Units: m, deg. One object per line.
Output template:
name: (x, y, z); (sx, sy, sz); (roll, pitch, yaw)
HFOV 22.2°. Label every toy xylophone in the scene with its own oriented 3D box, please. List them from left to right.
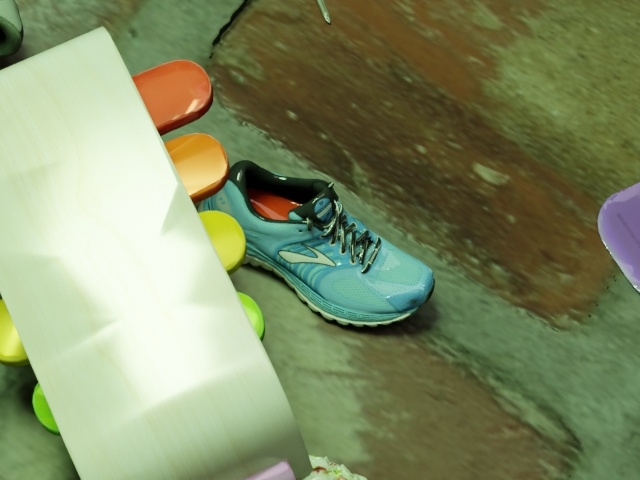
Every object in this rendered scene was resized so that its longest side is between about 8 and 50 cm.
toy xylophone: (-0.148, 0.024, 0.914); (0.236, 0.081, 0.323); (-17, 68, -4)

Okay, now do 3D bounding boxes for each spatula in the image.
spatula: (0.334, -0.039, 1.220); (0.296, 0.030, 0.084); (-19, 64, -28)

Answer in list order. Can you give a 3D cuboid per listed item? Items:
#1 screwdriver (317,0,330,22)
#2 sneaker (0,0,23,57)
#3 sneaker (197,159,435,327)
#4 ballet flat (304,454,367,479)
screwdriver: (-0.024, -0.232, 1.236); (0.024, 0.025, 0.170); (-11, 71, -26)
sneaker: (-0.301, -0.114, 1.008); (0.271, 0.100, 0.108); (-34, 79, -34)
sneaker: (0.000, 0.000, 1.051); (0.162, 0.073, 0.063); (24, 53, -3)
ballet flat: (0.055, 0.207, 0.931); (0.091, 0.077, 0.241); (-30, 71, -32)
